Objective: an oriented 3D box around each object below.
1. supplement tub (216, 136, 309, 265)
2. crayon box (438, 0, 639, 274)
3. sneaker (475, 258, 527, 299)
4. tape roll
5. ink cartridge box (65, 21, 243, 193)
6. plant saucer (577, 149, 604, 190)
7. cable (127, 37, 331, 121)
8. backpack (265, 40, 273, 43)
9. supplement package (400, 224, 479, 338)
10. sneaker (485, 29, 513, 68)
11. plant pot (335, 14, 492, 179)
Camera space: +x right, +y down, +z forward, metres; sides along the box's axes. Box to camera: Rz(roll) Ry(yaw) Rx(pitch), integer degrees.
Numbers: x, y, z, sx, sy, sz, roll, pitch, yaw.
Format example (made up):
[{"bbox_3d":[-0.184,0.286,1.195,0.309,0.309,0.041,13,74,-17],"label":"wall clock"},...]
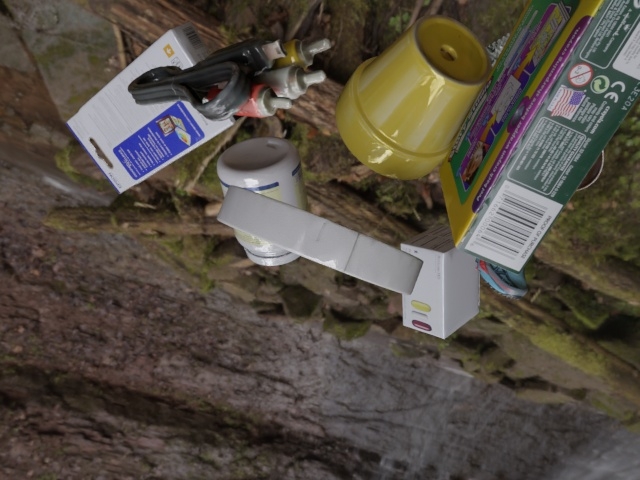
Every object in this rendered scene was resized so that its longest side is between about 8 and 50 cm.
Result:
[{"bbox_3d":[-0.155,-0.112,1.596,0.235,0.235,0.325,9,131,22],"label":"supplement tub"},{"bbox_3d":[0.303,-0.185,0.772,0.106,0.363,0.313,23,-153,-3],"label":"crayon box"},{"bbox_3d":[0.411,0.004,1.218,0.104,0.262,0.125,11,141,-24],"label":"sneaker"},{"bbox_3d":[0.000,0.000,1.013,0.391,0.072,0.392,22,180,0],"label":"tape roll"},{"bbox_3d":[-0.312,-0.226,1.007,0.370,0.069,0.176,-21,111,36],"label":"ink cartridge box"},{"bbox_3d":[0.550,-0.256,1.329,0.310,0.050,0.311,42,162,17],"label":"plant saucer"},{"bbox_3d":[-0.127,-0.160,0.606,0.287,0.140,0.072,-2,136,40],"label":"cable"},{"bbox_3d":[-0.212,-0.596,1.857,0.144,0.188,0.166,11,126,32],"label":"backpack"},{"bbox_3d":[0.351,0.113,1.584,0.145,0.262,0.204,13,-154,42],"label":"supplement package"},{"bbox_3d":[0.523,-0.471,1.348,0.293,0.102,0.146,-20,171,31],"label":"sneaker"},{"bbox_3d":[0.185,-0.282,1.041,0.253,0.254,0.239,20,149,-13],"label":"plant pot"}]
